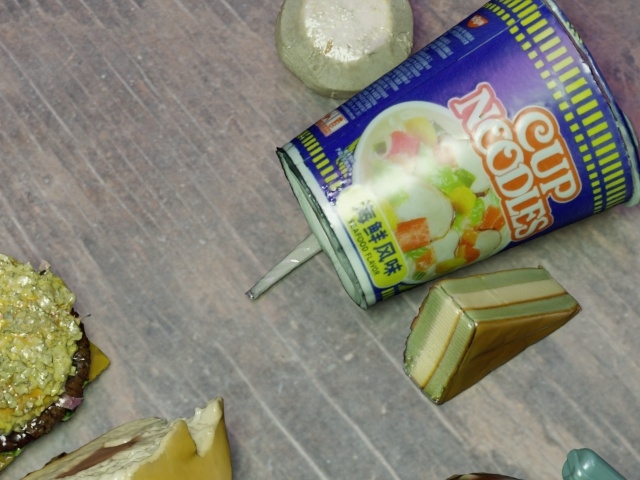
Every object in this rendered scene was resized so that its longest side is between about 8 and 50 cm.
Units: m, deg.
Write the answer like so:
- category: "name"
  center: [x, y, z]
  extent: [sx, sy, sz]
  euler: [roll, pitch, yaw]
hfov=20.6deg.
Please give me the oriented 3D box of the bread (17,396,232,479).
- category: "bread"
  center: [-0.205, 0.234, 1.672]
  extent: [0.183, 0.211, 0.224]
  euler: [-11, 58, 38]

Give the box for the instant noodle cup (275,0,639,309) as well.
- category: "instant noodle cup"
  center: [0.132, -0.085, 1.827]
  extent: [0.312, 0.284, 0.284]
  euler: [-29, 56, -4]

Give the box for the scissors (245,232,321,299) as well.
- category: "scissors"
  center: [0.000, 0.000, 1.930]
  extent: [0.212, 0.021, 0.110]
  euler: [-40, 63, -17]

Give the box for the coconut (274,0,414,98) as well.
- category: "coconut"
  center: [0.028, -0.238, 2.012]
  extent: [0.161, 0.162, 0.161]
  euler: [0, 86, 0]

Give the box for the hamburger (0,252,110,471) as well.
- category: "hamburger"
  center: [-0.365, 0.122, 1.834]
  extent: [0.243, 0.139, 0.262]
  euler: [28, 64, 24]

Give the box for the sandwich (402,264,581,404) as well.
- category: "sandwich"
  center: [0.176, 0.097, 1.840]
  extent: [0.163, 0.113, 0.079]
  euler: [-9, 46, -41]

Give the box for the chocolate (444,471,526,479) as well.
- category: "chocolate"
  center: [0.192, 0.337, 1.559]
  extent: [0.225, 0.210, 0.340]
  euler: [-38, 59, -13]

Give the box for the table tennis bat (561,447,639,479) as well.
- category: "table tennis bat"
  center: [0.305, 0.261, 1.596]
  extent: [0.038, 0.237, 0.149]
  euler: [-41, 25, 22]
